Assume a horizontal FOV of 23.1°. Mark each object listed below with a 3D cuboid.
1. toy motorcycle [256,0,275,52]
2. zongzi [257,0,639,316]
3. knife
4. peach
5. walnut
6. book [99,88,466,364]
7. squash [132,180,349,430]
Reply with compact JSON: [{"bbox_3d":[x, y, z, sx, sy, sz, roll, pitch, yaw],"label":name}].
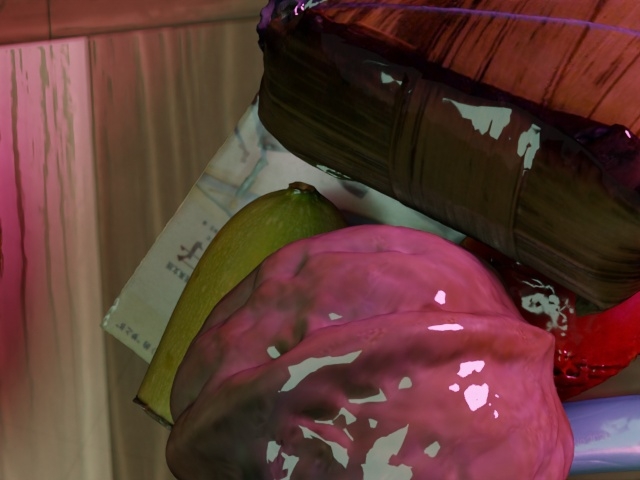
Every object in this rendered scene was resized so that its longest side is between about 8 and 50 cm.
[{"bbox_3d":[0.059,-0.181,1.037,0.122,0.080,0.215,38,87,21],"label":"toy motorcycle"},{"bbox_3d":[0.144,-0.125,0.965,0.286,0.138,0.300,28,59,21],"label":"zongzi"},{"bbox_3d":[0.139,0.144,1.044,0.222,0.031,0.064,-14,83,14],"label":"knife"},{"bbox_3d":[0.158,0.041,0.998,0.172,0.092,0.127,-7,98,13],"label":"peach"},{"bbox_3d":[0.028,0.096,0.878,0.224,0.224,0.224,0,91,18],"label":"walnut"},{"bbox_3d":[0.000,0.000,1.088,0.201,0.026,0.289,36,100,12],"label":"book"},{"bbox_3d":[-0.041,0.049,1.028,0.123,0.123,0.186,23,95,16],"label":"squash"}]
